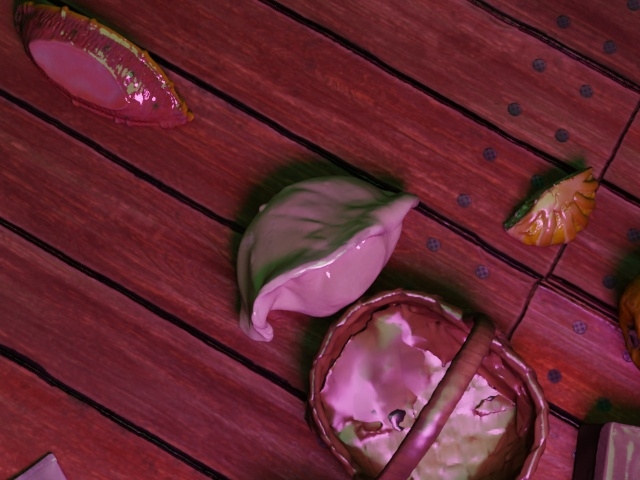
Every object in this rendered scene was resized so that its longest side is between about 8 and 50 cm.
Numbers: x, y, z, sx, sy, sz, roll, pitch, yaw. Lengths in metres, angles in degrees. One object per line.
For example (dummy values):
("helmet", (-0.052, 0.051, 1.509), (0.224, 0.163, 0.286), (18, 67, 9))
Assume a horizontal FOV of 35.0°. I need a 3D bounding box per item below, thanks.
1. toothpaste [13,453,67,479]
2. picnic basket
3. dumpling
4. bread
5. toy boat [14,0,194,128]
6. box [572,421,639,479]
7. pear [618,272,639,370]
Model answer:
("toothpaste", (-0.323, 0.453, 1.404), (0.100, 0.066, 0.323), (-36, 78, -12))
("picnic basket", (0.144, 0.216, 1.333), (0.337, 0.337, 0.293), (34, 81, 4))
("dumpling", (0.000, 0.000, 1.403), (0.318, 0.243, 0.187), (-40, 89, -9))
("bread", (0.351, -0.039, 1.511), (0.157, 0.083, 0.094), (-22, 93, -7))
("toy boat", (-0.337, -0.259, 1.516), (0.318, 0.099, 0.141), (33, 121, 4))
("box", (0.429, 0.376, 1.397), (0.156, 0.149, 0.231), (9, 79, 0))
("pear", (0.575, 0.119, 1.399), (0.307, 0.253, 0.252), (-6, 80, -2))
